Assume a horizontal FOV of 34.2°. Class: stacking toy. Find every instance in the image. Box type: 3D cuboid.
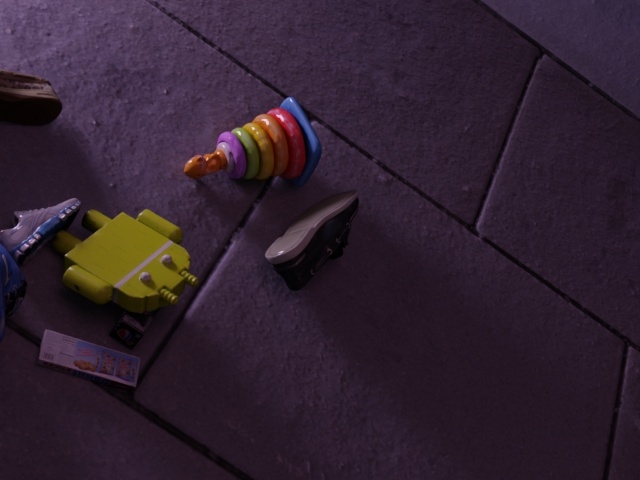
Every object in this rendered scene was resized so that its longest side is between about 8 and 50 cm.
[{"bbox_3d":[-0.165,-0.190,2.277,0.302,0.175,0.166,-18,66,-28],"label":"stacking toy"}]

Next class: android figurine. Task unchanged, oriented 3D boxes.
[{"bbox_3d":[-0.356,0.037,1.931,0.273,0.056,0.248,29,44,19],"label":"android figurine"}]

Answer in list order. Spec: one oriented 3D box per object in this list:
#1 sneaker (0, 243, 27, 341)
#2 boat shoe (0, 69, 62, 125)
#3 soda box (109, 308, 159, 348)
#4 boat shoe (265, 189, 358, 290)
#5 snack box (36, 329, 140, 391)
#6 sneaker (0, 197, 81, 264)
[{"bbox_3d":[-0.543,0.079,1.716,0.147,0.130,0.330,41,10,-34],"label":"sneaker"},{"bbox_3d":[-0.651,-0.291,2.036,0.285,0.104,0.089,7,46,-44],"label":"boat shoe"},{"bbox_3d":[-0.327,0.121,1.941,0.053,0.060,0.169,35,41,-7],"label":"soda box"},{"bbox_3d":[0.003,-0.001,2.248,0.113,0.127,0.340,65,31,-16],"label":"boat shoe"},{"bbox_3d":[-0.408,0.213,1.834,0.178,0.022,0.064,20,45,-21],"label":"snack box"},{"bbox_3d":[-0.523,-0.038,1.931,0.083,0.071,0.191,37,42,5],"label":"sneaker"}]
